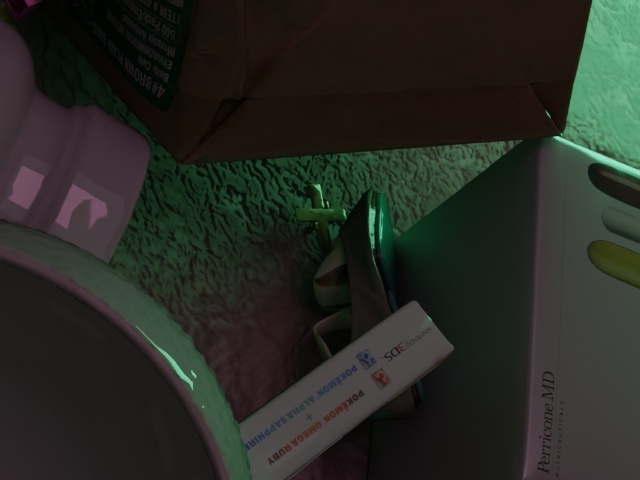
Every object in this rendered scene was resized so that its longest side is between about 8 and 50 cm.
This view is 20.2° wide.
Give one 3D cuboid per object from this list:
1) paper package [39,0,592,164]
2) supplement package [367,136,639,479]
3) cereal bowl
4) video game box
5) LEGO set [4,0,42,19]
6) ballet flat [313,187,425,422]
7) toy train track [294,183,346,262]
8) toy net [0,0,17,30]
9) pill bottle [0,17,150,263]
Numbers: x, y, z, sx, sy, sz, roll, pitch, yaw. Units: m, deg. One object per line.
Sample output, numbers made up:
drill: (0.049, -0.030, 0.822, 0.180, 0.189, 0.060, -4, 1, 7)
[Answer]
paper package: (-0.018, -0.199, 1.204, 0.309, 0.168, 0.325, -7, 32, -28)
supplement package: (0.146, 0.095, 1.238, 0.145, 0.204, 0.262, 20, 57, -22)
cereal bowl: (-0.194, 0.140, 0.959, 0.339, 0.339, 0.141, 45, 15, -5)
video game box: (-0.037, 0.131, 1.103, 0.187, 0.205, 0.048, -30, 83, -40)
LEGO set: (-0.224, -0.239, 1.116, 0.093, 0.087, 0.227, -33, 91, -38)
ballet flat: (0.026, 0.042, 1.259, 0.068, 0.072, 0.213, -13, 42, 4)
toy train track: (0.000, 0.000, 1.320, 0.048, 0.014, 0.083, 1, 71, -40)
toy net: (-0.255, -0.224, 1.214, 0.122, 0.045, 0.232, -6, 63, 13)
pill bottle: (-0.297, -0.075, 1.043, 0.363, 0.210, 0.210, 29, 54, -17)
